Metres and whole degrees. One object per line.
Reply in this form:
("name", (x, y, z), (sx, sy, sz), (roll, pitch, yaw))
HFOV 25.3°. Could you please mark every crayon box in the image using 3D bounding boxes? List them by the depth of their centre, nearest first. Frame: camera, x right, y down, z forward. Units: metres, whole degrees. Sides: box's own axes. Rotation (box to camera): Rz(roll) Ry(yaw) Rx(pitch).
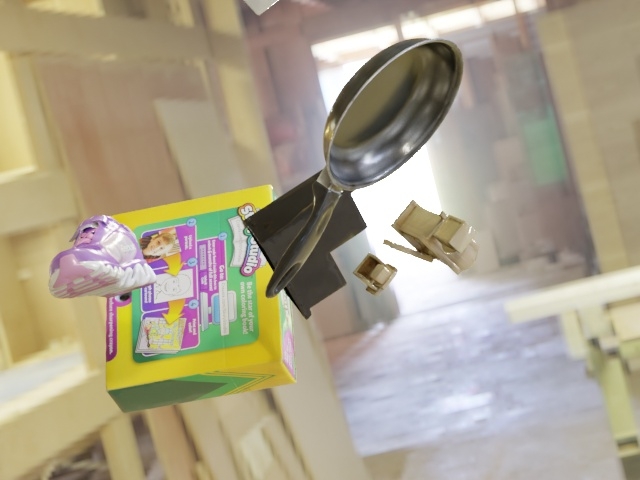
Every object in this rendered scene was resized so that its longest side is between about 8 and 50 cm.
("crayon box", (-0.213, 0.100, 2.505), (0.313, 0.362, 0.106), (-10, -33, 8))

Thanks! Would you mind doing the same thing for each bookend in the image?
("bookend", (0.000, 0.000, 1.990), (0.157, 0.156, 0.072), (-34, 37, -5))

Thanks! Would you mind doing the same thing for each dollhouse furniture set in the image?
("dollhouse furniture set", (0.164, 0.044, 2.193), (0.161, 0.101, 0.182), (-51, 25, -4))

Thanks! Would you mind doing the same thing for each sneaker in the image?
("sneaker", (-0.295, 0.017, 1.861), (0.095, 0.104, 0.236), (-16, -5, 12))

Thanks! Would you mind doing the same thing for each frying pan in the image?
("frying pan", (0.050, -0.090, 1.557), (0.197, 0.053, 0.326), (-15, -39, -47))

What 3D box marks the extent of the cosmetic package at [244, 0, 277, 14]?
("cosmetic package", (-0.043, -0.501, 2.237), (0.224, 0.138, 0.224), (-35, 18, 24))
